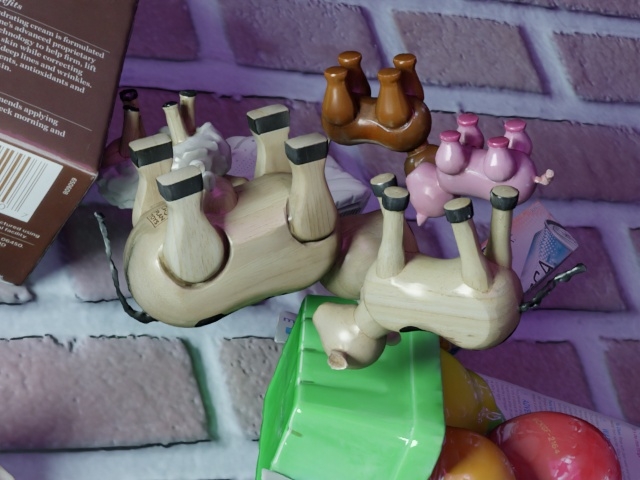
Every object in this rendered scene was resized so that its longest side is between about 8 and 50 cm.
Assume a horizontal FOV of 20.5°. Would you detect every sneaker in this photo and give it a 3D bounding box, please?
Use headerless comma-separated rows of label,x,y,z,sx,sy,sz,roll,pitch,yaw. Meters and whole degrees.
sneaker,-0.069,-0.035,1.526,0.232,0.090,0.115,-16,59,-47

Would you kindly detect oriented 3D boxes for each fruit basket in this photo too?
fruit basket,0.121,0.188,1.374,0.353,0.165,0.327,24,23,-10

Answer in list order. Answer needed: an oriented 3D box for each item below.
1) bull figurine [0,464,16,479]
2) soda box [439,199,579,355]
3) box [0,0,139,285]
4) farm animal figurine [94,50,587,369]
bull figurine,-0.224,0.242,1.195,0.188,0.101,0.310,21,48,-22
soda box,0.160,0.034,1.632,0.063,0.058,0.183,48,46,7
box,-0.261,-0.108,1.384,0.168,0.167,0.203,22,48,-17
farm animal figurine,0.000,0.000,1.312,0.326,0.172,0.330,-8,26,-5
